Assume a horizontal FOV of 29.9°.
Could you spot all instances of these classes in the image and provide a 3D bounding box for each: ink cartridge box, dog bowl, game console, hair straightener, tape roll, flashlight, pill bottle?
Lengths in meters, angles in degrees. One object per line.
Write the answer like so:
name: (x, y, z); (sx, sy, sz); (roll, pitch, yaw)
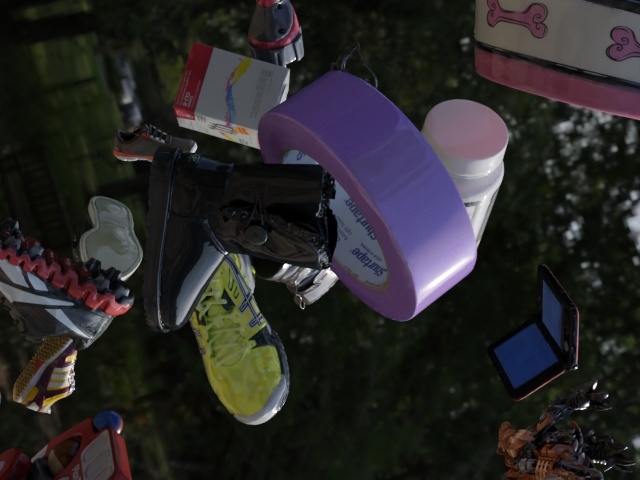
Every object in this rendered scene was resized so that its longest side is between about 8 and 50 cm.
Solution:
ink cartridge box: (-0.152, -0.250, 2.106); (0.128, 0.176, 0.127); (99, 7, -79)
dog bowl: (0.402, -0.271, 1.716); (0.408, 0.407, 0.150); (-134, -124, -68)
game console: (0.268, 0.115, 1.534); (0.144, 0.085, 0.124); (-109, -167, -65)
hair straightener: (0.050, -0.206, 1.869); (0.047, 0.089, 0.230); (-67, 171, -49)
tape roll: (0.048, -0.047, 1.320); (0.275, 0.090, 0.275); (49, -17, 21)
flashlight: (-0.099, -0.446, 2.083); (0.103, 0.103, 0.304); (46, -22, 42)
pill bottle: (0.213, -0.090, 2.000); (0.283, 0.161, 0.161); (101, -29, -50)

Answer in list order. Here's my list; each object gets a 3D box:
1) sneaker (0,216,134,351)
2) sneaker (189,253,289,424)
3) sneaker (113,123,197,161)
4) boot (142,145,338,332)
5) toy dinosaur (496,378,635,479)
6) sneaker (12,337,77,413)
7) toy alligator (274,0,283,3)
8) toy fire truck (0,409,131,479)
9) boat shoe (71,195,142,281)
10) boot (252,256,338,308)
sneaker: (-0.388, 0.059, 1.571); (0.276, 0.135, 0.097); (29, 10, -25)
sneaker: (-0.168, 0.130, 1.986); (0.147, 0.145, 0.385); (38, 24, -56)
sneaker: (-0.309, -0.183, 2.220); (0.061, 0.157, 0.065); (-91, 179, -57)
boot: (-0.089, 0.015, 1.348); (0.094, 0.207, 0.247); (-74, 172, -58)
toy dinosaur: (0.376, 0.338, 1.976); (0.322, 0.218, 0.164); (44, -24, 55)
sneaker: (-0.448, 0.218, 2.067); (0.084, 0.185, 0.070); (33, 19, -31)
toy alligator: (-0.053, -0.382, 1.694); (0.056, 0.051, 0.190); (63, 33, -30)
toy fire truck: (-0.413, 0.400, 1.958); (0.169, 0.254, 0.302); (48, 3, -21)
boat shoe: (-0.435, 0.029, 2.377); (0.113, 0.127, 0.340); (-65, -156, 21)
boot: (0.000, 0.000, 2.180); (0.091, 0.263, 0.229); (46, 8, 28)
